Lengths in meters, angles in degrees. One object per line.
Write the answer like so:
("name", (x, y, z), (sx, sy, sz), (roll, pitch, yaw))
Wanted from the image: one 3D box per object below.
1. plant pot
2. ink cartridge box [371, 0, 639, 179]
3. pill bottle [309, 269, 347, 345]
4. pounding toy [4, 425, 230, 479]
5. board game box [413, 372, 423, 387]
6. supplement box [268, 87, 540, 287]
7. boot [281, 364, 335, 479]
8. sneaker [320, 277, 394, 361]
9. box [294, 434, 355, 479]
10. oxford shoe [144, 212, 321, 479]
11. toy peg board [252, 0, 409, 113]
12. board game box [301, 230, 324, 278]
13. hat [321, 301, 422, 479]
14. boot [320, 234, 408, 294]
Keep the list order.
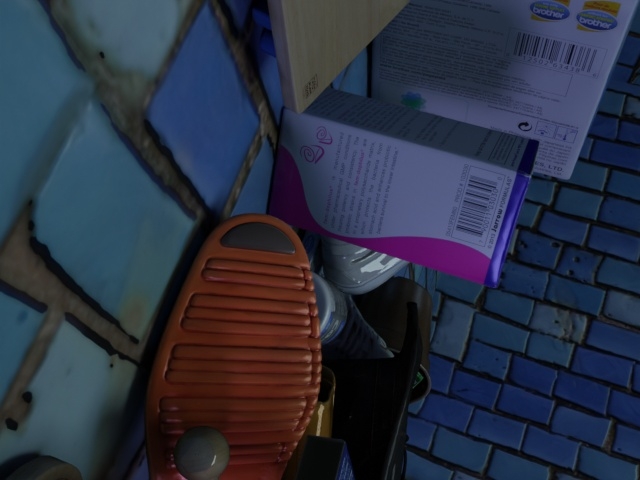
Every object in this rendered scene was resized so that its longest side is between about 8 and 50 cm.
("plant pot", (0.113, 0.157, 1.254), (0.167, 0.167, 0.165), (91, 14, -48))
("ink cartridge box", (0.203, -0.267, 0.832), (0.395, 0.270, 0.151), (84, 25, -58))
("pill bottle", (-0.015, 0.073, 0.800), (0.137, 0.078, 0.078), (36, 72, -75))
("pounding toy", (-0.118, 0.224, 0.423), (0.154, 0.154, 0.269), (88, 24, -65))
("board game box", (0.039, 0.281, 1.103), (0.259, 0.030, 0.136), (-29, 162, -46))
("supplement box", (0.076, -0.056, 0.703), (0.114, 0.220, 0.111), (-49, 154, -61))
("boot", (-0.035, 0.221, 0.775), (0.295, 0.104, 0.211), (177, -83, -77))
("sneaker", (0.049, 0.137, 1.034), (0.290, 0.123, 0.106), (75, 37, -64))
("box", (0.006, 0.263, 0.569), (0.225, 0.036, 0.136), (74, 25, -45))
("oxford shoe", (-0.088, 0.156, 0.614), (0.133, 0.130, 0.364), (-166, -94, -71))
("toy peg board", (-0.004, -0.209, 0.550), (0.161, 0.079, 0.161), (-49, 157, -22))
("board game box", (0.000, 0.000, 0.888), (0.090, 0.020, 0.090), (44, 65, -74))
("hat", (0.042, 0.232, 0.912), (0.331, 0.134, 0.331), (7, 90, -79))
("boot", (0.106, -0.049, 0.863), (0.258, 0.095, 0.123), (-39, 149, -18))
